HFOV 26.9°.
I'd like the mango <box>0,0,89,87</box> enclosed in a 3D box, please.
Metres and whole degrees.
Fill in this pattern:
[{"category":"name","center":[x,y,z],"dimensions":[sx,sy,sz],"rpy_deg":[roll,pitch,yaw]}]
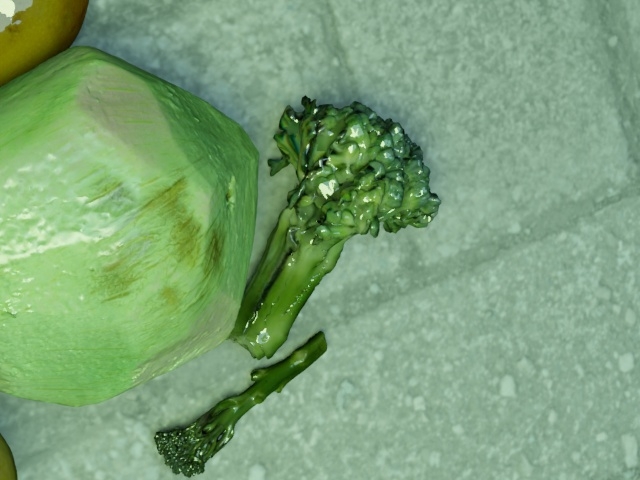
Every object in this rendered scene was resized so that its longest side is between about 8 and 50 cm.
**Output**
[{"category":"mango","center":[-0.298,-0.198,1.221],"dimensions":[0.138,0.113,0.253],"rpy_deg":[33,82,-22]}]

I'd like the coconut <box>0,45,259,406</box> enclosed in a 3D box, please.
[{"category":"coconut","center":[-0.199,-0.018,1.186],"dimensions":[0.328,0.281,0.328],"rpy_deg":[-10,112,-26]}]

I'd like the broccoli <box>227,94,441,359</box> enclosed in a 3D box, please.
[{"category":"broccoli","center":[0.010,-0.002,1.326],"dimensions":[0.177,0.198,0.274],"rpy_deg":[28,81,-24]}]

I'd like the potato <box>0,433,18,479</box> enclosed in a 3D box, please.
[{"category":"potato","center":[-0.438,0.182,1.036],"dimensions":[0.397,0.296,0.290],"rpy_deg":[12,90,-48]}]

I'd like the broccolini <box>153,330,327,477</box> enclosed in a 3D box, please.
[{"category":"broccolini","center":[-0.072,0.171,1.386],"dimensions":[0.216,0.067,0.058],"rpy_deg":[-33,110,-28]}]
